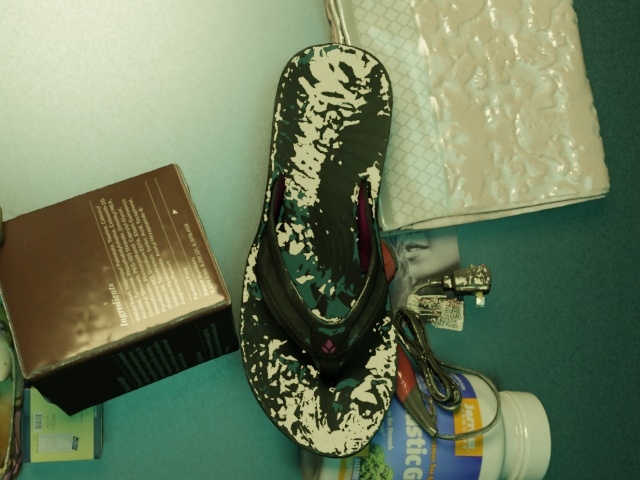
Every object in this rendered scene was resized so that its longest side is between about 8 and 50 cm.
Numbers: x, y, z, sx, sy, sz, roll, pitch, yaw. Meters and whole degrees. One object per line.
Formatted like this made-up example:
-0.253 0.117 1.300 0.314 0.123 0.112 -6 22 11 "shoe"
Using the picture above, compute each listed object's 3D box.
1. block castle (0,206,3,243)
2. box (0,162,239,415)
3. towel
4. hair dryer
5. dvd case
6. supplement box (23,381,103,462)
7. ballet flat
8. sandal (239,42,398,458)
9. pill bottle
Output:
-0.529 0.048 0.727 0.303 0.213 0.453 41 90 5 "block castle"
-0.207 0.054 0.897 0.203 0.168 0.167 -20 70 -11 "box"
0.179 -0.188 1.047 0.316 0.053 0.332 -11 91 -12 "towel"
0.058 0.091 0.963 0.293 0.080 0.224 7 52 3 "hair dryer"
0.089 -0.002 1.064 0.164 0.018 0.221 -8 94 -12 "dvd case"
-0.285 0.199 0.968 0.083 0.056 0.083 0 92 -13 "supplement box"
-0.361 0.173 0.939 0.076 0.079 0.222 -3 93 -12 "ballet flat"
-0.002 -0.001 0.903 0.167 0.107 0.446 0 79 1 "sandal"
0.121 0.230 1.013 0.271 0.152 0.152 3 92 -12 "pill bottle"
